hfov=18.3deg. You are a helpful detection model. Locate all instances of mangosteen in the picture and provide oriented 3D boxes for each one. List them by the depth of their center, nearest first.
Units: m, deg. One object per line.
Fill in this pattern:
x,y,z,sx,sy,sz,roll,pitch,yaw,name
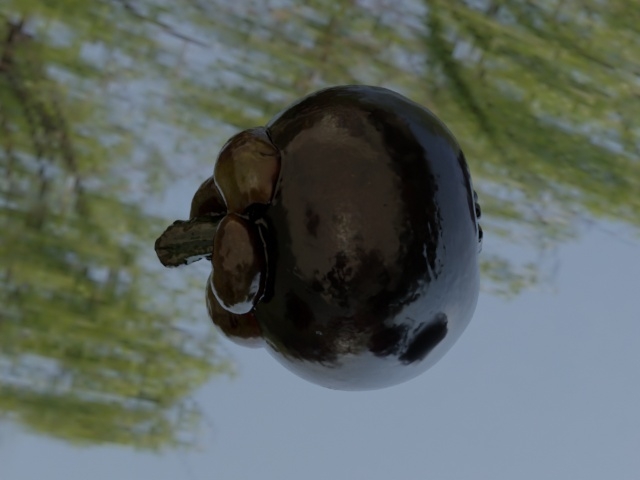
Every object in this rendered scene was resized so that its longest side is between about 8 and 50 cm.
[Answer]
0.000,0.000,0.837,0.140,0.140,0.140,-14,-111,41,mangosteen
